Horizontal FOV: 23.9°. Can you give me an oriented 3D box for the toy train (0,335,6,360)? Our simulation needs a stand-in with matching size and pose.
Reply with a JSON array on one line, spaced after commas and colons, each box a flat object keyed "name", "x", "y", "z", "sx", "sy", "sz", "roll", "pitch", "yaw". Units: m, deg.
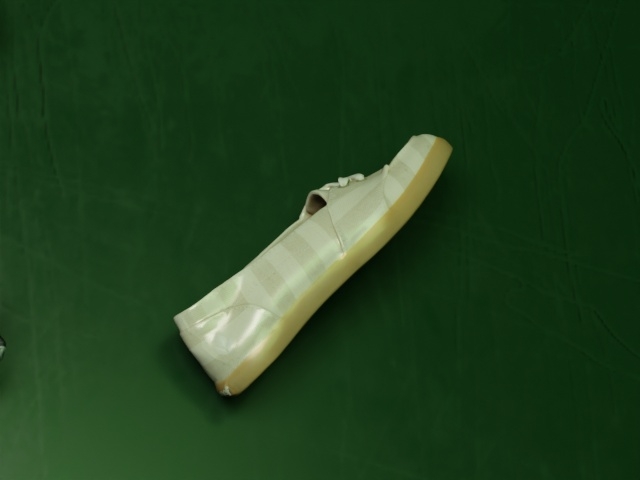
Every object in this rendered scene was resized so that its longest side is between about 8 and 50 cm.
[{"name": "toy train", "x": -0.255, "y": 0.015, "z": 0.823, "sx": 0.105, "sy": 0.080, "sz": 0.184, "roll": -40, "pitch": 83, "yaw": -22}]

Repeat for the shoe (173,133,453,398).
[{"name": "shoe", "x": 0.000, "y": 0.000, "z": 0.907, "sx": 0.058, "sy": 0.076, "sz": 0.219, "roll": 45, "pitch": 64, "yaw": 0}]
